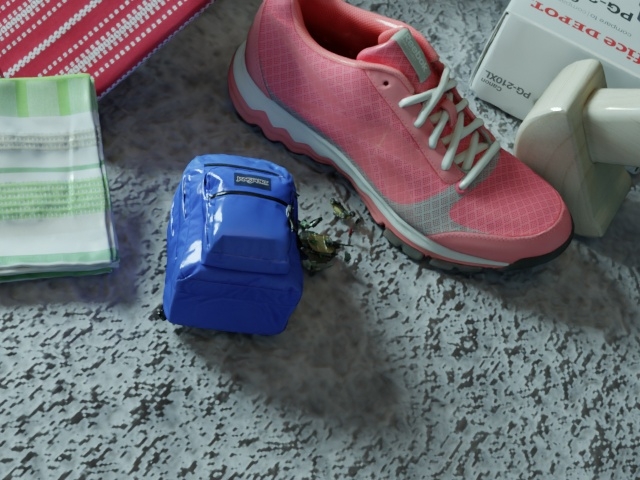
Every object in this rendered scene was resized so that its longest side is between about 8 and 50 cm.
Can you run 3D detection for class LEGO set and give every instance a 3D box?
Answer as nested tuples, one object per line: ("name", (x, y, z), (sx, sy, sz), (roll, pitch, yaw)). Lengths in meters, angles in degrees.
("LEGO set", (0.002, 0.001, 0.896), (0.054, 0.023, 0.083), (48, 42, 17))

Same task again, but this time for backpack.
("backpack", (-0.056, -0.007, 0.830), (0.098, 0.101, 0.120), (12, 47, -17))

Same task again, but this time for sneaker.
("sneaker", (0.065, -0.091, 0.908), (0.314, 0.136, 0.116), (34, 52, 9))

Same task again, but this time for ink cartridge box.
("ink cartridge box", (0.261, -0.198, 1.074), (0.172, 0.100, 0.237), (28, 50, 4))

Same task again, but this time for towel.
("towel", (-0.206, -0.047, 0.830), (0.113, 0.023, 0.152), (-5, 75, -19))
("towel", (-0.213, -0.242, 0.897), (0.199, 0.031, 0.275), (-39, 84, 8))

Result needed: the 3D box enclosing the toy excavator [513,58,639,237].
("toy excavator", (0.423, -0.004, 0.876), (0.445, 0.433, 0.222), (51, 51, -13))
